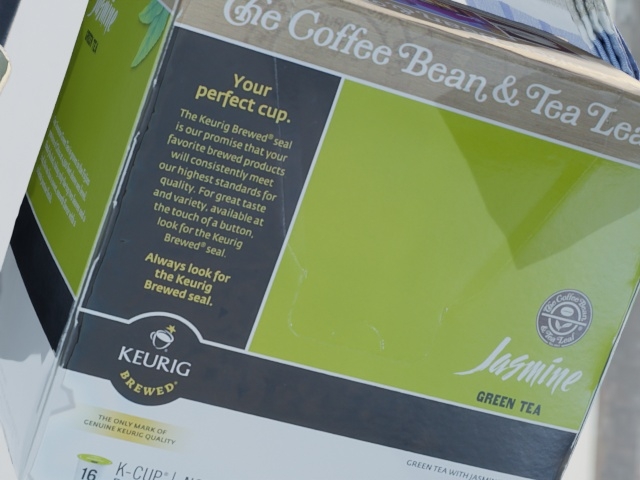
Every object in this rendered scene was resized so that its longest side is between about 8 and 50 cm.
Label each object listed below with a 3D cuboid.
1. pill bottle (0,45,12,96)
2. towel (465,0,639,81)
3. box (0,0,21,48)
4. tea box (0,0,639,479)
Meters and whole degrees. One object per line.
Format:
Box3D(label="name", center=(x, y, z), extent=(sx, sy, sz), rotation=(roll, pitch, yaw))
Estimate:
Box3D(label="pill bottle", center=(-0.289, -0.035, 1.137), extent=(0.131, 0.131, 0.229), rotation=(65, 48, -73))
Box3D(label="towel", center=(0.129, -0.241, 1.470), extent=(0.034, 0.209, 0.285), rotation=(-43, 128, -12))
Box3D(label="box", center=(-0.534, -0.207, 1.609), extent=(0.297, 0.472, 0.480), rotation=(-1, -111, 59))
Box3D(label="tea box", center=(0.000, 0.000, 1.172), extent=(0.323, 0.329, 0.220), rotation=(-69, -159, 13))
